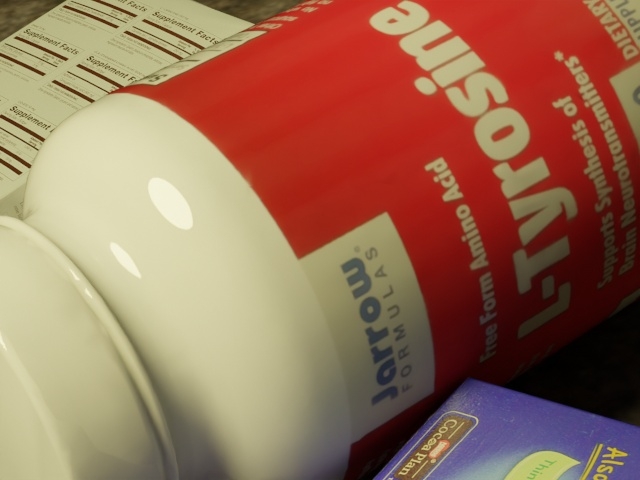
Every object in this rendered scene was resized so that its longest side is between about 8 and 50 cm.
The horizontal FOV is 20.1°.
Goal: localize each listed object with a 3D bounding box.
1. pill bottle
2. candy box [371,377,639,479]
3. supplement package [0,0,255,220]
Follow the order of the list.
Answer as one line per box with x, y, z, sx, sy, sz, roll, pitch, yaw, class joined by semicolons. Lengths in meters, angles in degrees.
0.000;0.000;0.924;0.408;0.229;0.229;-30;37;-28;pill bottle
0.117;0.212;0.718;0.317;0.122;0.268;14;47;44;candy box
-0.129;-0.017;1.070;0.203;0.194;0.149;-37;40;-24;supplement package
